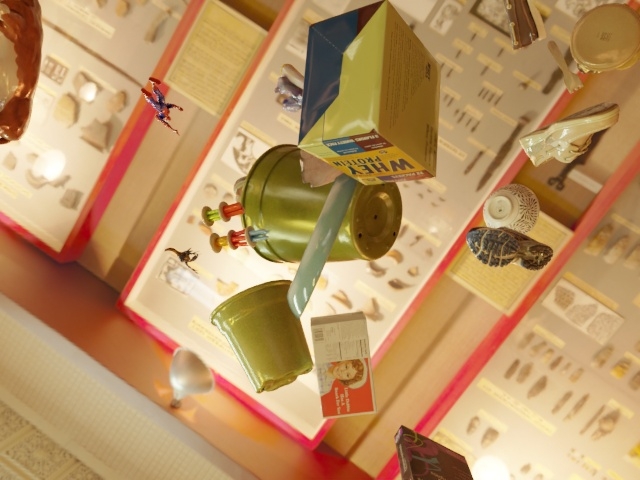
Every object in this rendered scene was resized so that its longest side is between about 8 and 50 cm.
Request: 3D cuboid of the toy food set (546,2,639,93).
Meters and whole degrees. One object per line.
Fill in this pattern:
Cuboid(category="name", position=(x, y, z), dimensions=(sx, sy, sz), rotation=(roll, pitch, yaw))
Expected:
Cuboid(category="toy food set", position=(0.547, -0.382, 0.981), dimensions=(0.038, 0.192, 0.132), rotation=(-16, -101, -60))

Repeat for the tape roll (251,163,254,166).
Cuboid(category="tape roll", position=(-0.093, -0.259, 1.767), dimensions=(0.275, 0.275, 0.090), rotation=(-108, 0, -71))

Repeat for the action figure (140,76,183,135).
Cuboid(category="action figure", position=(-0.601, -0.515, 2.016), dimensions=(0.139, 0.091, 0.280), rotation=(32, 168, 0))

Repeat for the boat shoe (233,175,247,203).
Cuboid(category="boat shoe", position=(-0.097, -0.140, 1.514), dimensions=(0.123, 0.324, 0.116), rotation=(53, -152, -62))

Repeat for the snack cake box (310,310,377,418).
Cuboid(category="snack cake box", position=(0.062, 0.336, 1.393), dimensions=(0.152, 0.264, 0.089), rotation=(-7, -174, -1))

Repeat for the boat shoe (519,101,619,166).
Cuboid(category="boat shoe", position=(0.574, -0.234, 1.179), dimensions=(0.098, 0.109, 0.302), rotation=(66, 170, -2))

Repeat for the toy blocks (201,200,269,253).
Cuboid(category="toy blocks", position=(-0.202, -0.039, 1.234), dimensions=(0.054, 0.148, 0.123), rotation=(-41, -61, -67))

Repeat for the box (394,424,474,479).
Cuboid(category="box", position=(0.169, 0.336, 0.738), dimensions=(0.116, 0.029, 0.162), rotation=(27, -172, 0))

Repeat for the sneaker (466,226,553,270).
Cuboid(category="sneaker", position=(0.252, 0.006, 0.712), dimensions=(0.135, 0.052, 0.058), rotation=(15, -158, -23))

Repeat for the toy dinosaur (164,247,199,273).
Cuboid(category="toy dinosaur", position=(-0.305, 0.033, 1.168), dimensions=(0.090, 0.047, 0.082), rotation=(34, 166, -11))

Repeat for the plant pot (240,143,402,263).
Cuboid(category="plant pot", position=(0.028, -0.086, 1.456), dimensions=(0.353, 0.366, 0.366), rotation=(11, 175, 40))

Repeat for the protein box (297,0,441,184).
Cuboid(category="protein box", position=(0.084, -0.213, 0.799), dimensions=(0.136, 0.200, 0.201), rotation=(-2, 168, 35))

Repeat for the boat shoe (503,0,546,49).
Cuboid(category="boat shoe", position=(0.539, -0.707, 1.458), dimensions=(0.324, 0.097, 0.116), rotation=(59, -155, -19))

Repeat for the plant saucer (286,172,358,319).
Cuboid(category="plant saucer", position=(0.000, 0.000, 1.011), dimensions=(0.044, 0.317, 0.317), rotation=(23, -168, -1))

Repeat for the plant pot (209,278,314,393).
Cuboid(category="plant pot", position=(-0.148, 0.289, 1.483), dimensions=(0.276, 0.276, 0.254), rotation=(13, -135, -58))

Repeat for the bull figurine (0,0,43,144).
Cuboid(category="bull figurine", position=(-0.509, -0.305, 0.812), dimensions=(0.101, 0.310, 0.188), rotation=(8, -169, -2))

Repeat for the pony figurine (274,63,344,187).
Cuboid(category="pony figurine", position=(0.054, -0.311, 1.217), dimensions=(0.351, 0.303, 0.363), rotation=(-10, -142, -39))

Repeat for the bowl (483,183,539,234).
Cuboid(category="bowl", position=(0.543, -0.089, 1.507), dimensions=(0.080, 0.170, 0.170), rotation=(8, -153, -46))
